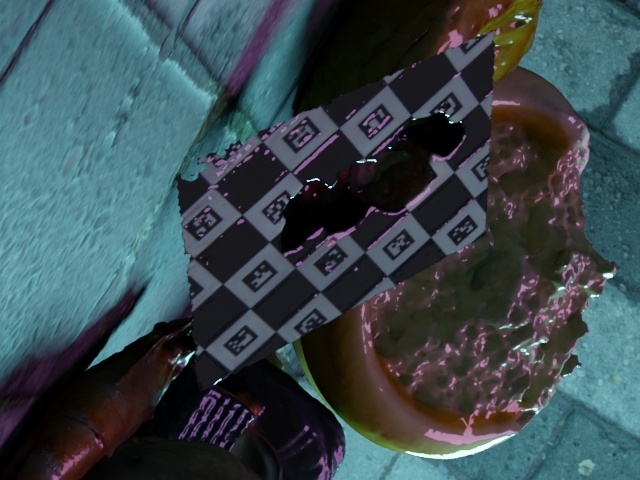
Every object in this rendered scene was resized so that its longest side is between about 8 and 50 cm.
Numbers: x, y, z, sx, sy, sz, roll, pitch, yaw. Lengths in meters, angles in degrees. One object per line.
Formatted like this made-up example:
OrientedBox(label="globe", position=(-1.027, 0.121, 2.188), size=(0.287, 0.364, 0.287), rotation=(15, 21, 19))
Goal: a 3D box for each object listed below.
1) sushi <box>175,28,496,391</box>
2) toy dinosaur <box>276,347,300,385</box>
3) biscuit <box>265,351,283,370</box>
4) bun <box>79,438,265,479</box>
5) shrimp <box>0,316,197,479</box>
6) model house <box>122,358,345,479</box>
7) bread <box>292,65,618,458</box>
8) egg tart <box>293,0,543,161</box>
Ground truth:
OrientedBox(label="sushi", position=(0.005, -0.037, 1.460), size=(0.290, 0.050, 0.264), rotation=(-27, 143, -20))
OrientedBox(label="toy dinosaur", position=(-0.076, 0.249, 2.146), size=(0.205, 0.092, 0.393), rotation=(-98, -167, -70))
OrientedBox(label="biscuit", position=(-0.113, 0.215, 1.996), size=(0.188, 0.040, 0.265), rotation=(-20, -132, 33))
OrientedBox(label="bun", position=(-0.155, 0.269, 1.517), size=(0.281, 0.205, 0.281), rotation=(-44, -174, 5))
OrientedBox(label="shrimp", position=(-0.177, 0.150, 1.412), size=(0.152, 0.063, 0.287), rotation=(-59, 172, 33))
OrientedBox(label="model house", position=(-0.123, 0.245, 1.769), size=(0.271, 0.190, 0.301), rotation=(-52, 171, 2))
OrientedBox(label="bread", position=(0.131, 0.014, 1.948), size=(0.245, 0.329, 0.424), rotation=(-144, -117, -78))
OrientedBox(label="egg tart", position=(0.076, -0.147, 1.649), size=(0.341, 0.132, 0.341), rotation=(-53, 170, -13))
